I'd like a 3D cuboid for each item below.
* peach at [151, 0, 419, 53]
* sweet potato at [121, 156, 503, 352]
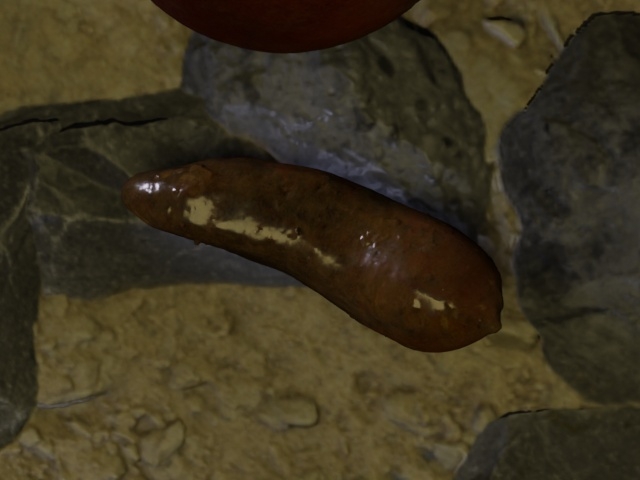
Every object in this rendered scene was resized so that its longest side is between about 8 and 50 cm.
[{"bbox_3d":[-0.025,-0.240,0.931,0.252,0.252,0.252,6,113,14],"label":"peach"},{"bbox_3d":[0.000,-0.001,1.110,0.292,0.097,0.097,21,116,16],"label":"sweet potato"}]
